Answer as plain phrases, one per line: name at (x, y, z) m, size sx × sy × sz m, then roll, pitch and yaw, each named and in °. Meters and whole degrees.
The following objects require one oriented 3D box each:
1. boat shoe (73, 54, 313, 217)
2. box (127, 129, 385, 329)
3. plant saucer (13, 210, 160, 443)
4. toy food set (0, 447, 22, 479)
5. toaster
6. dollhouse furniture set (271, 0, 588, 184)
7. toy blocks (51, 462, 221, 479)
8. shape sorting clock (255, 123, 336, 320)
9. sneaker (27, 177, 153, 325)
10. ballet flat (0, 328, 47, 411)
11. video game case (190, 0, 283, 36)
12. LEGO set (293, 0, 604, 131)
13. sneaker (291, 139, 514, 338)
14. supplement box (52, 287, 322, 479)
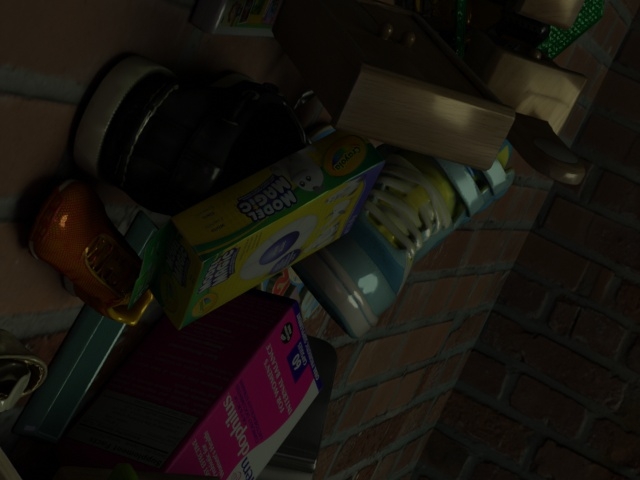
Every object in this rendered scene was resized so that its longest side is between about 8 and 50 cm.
boat shoe at (-0.060, -0.059, 1.153) m, size 0.127 × 0.113 × 0.340 m, roll -62°, pitch 165°, yaw 1°
box at (-0.046, -0.005, 1.052) m, size 0.179 × 0.043 × 0.105 m, roll -28°, pitch 162°, yaw -26°
plant saucer at (-0.171, 0.071, 1.195) m, size 0.192 × 0.018 × 0.067 m, roll -60°, pitch 165°, yaw -8°
toy food set at (-0.291, 0.211, 0.836) m, size 0.306 × 0.092 × 0.219 m, roll -51°, pitch 162°, yaw -20°
toaster at (-0.054, 0.196, 1.535) m, size 0.168 × 0.110 × 0.185 m, roll 99°, pitch 3°, yaw -47°
dollhouse furniture set at (0.117, -0.241, 0.990) m, size 0.355 × 0.303 × 0.174 m, roll -65°, pitch -152°, yaw 22°
toy blocks at (-0.137, 0.316, 1.192) m, size 0.261 × 0.190 × 0.381 m, roll 13°, pitch 120°, yaw -42°
shape sorting clock at (-0.008, -0.012, 1.507) m, size 0.206 × 0.040 × 0.206 m, roll -45°, pitch 146°, yaw -43°
sneaker at (-0.149, 0.008, 1.061) m, size 0.064 × 0.067 × 0.175 m, roll -58°, pitch 163°, yaw -11°
ballet flat at (-0.226, 0.093, 0.972) m, size 0.168 × 0.052 × 0.057 m, roll -30°, pitch 146°, yaw -64°
video game case at (-0.012, -0.252, 1.162) m, size 0.212 × 0.023 × 0.193 m, roll -66°, pitch 165°, yaw 14°
LEGO set at (0.100, -0.247, 1.288) m, size 0.331 × 0.192 × 0.255 m, roll -46°, pitch 147°, yaw -30°
sneaker at (0.070, -0.036, 1.296) m, size 0.208 × 0.127 × 0.319 m, roll -37°, pitch -173°, yaw 7°
supplement box at (-0.107, 0.148, 1.313) m, size 0.220 × 0.114 × 0.111 m, roll -51°, pitch 141°, yaw -35°
